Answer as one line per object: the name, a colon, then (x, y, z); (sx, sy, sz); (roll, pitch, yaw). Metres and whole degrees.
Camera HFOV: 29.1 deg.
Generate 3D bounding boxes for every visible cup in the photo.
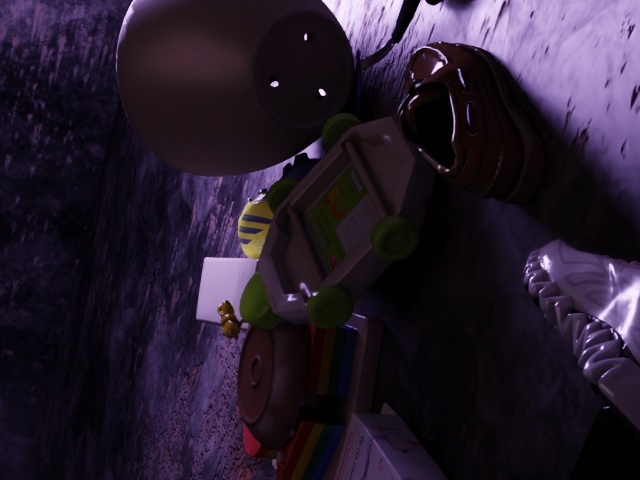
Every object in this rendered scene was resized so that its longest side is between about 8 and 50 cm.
cup: (-0.087, -0.241, 1.740); (0.237, 0.331, 0.331); (15, 97, 54)

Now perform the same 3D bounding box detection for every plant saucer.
plant saucer: (-0.071, 0.174, 1.626); (0.198, 0.036, 0.199); (-171, 90, -69)

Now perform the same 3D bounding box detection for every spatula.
spatula: (0.083, -0.257, 1.626); (0.296, 0.030, 0.084); (125, 149, -56)

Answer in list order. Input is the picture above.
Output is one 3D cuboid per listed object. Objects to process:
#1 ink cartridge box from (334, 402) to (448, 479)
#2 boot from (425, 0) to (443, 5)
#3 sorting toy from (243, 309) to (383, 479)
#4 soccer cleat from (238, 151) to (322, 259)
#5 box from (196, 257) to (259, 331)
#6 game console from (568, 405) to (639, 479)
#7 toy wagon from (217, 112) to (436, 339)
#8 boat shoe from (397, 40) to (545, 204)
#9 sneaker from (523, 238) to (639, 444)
ink cartridge box: (0.071, 0.278, 1.432); (0.198, 0.067, 0.115); (-131, 53, -63)
boot: (0.158, -0.345, 1.489); (0.114, 0.037, 0.106); (169, 95, -71)
sorting toy: (-0.024, 0.211, 1.666); (0.257, 0.089, 0.256); (-167, 86, -68)
soccer cleat: (-0.053, -0.021, 1.822); (0.289, 0.093, 0.121); (134, 137, -55)
box: (-0.107, 0.086, 1.913); (0.275, 0.094, 0.113); (-177, 96, -69)
game console: (0.243, 0.315, 1.027); (0.213, 0.044, 0.361); (-118, 43, -59)
toy wagon: (0.000, 0.000, 1.560); (0.344, 0.068, 0.267); (-48, 33, 19)
boat shoe: (0.143, -0.149, 1.363); (0.307, 0.104, 0.111); (-119, 43, -57)
sneaker: (0.258, 0.063, 1.028); (0.118, 0.110, 0.292); (-42, 21, 8)
